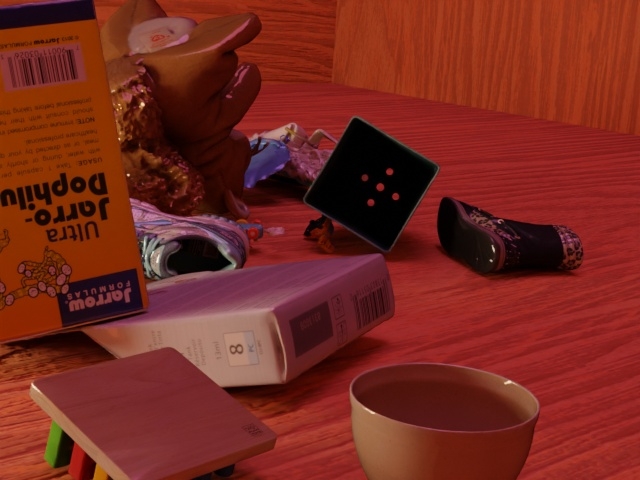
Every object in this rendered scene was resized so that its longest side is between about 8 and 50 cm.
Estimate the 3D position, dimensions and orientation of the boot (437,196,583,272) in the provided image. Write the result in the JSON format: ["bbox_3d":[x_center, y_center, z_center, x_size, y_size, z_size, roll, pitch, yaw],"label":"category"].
[{"bbox_3d":[0.306,-0.006,1.910,0.178,0.085,0.236,1,20,-19],"label":"boot"}]

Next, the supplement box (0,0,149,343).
[{"bbox_3d":[-0.344,-0.079,1.329,0.195,0.357,0.194,-13,7,-25],"label":"supplement box"}]

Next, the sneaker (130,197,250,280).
[{"bbox_3d":[-0.241,0.006,1.654,0.282,0.110,0.122,2,17,-6],"label":"sneaker"}]

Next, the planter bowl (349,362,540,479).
[{"bbox_3d":[0.101,0.182,0.993,0.162,0.109,0.162,4,14,-1],"label":"planter bowl"}]

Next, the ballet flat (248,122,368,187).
[{"bbox_3d":[-0.036,-0.168,2.373,0.147,0.147,0.409,-7,19,-39],"label":"ballet flat"}]

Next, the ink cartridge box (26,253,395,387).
[{"bbox_3d":[-0.143,0.104,1.397,0.384,0.091,0.308,-9,7,27],"label":"ink cartridge box"}]

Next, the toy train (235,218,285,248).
[{"bbox_3d":[-0.143,0.006,1.819,0.166,0.046,0.125,-10,20,-35],"label":"toy train"}]

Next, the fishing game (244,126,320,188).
[{"bbox_3d":[-0.144,-0.142,2.281,0.264,0.041,0.189,-32,33,-20],"label":"fishing game"}]

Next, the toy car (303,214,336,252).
[{"bbox_3d":[0.000,0.000,1.937,0.040,0.060,0.122,44,23,-19],"label":"toy car"}]

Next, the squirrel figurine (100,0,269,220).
[{"bbox_3d":[-0.257,-0.172,2.002,0.281,0.371,0.397,11,44,25],"label":"squirrel figurine"}]

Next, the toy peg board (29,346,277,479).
[{"bbox_3d":[-0.155,0.183,1.038,0.161,0.079,0.160,-11,35,-46],"label":"toy peg board"}]

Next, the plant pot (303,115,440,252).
[{"bbox_3d":[0.096,-0.093,1.968,0.165,0.165,0.234,32,5,6],"label":"plant pot"}]
